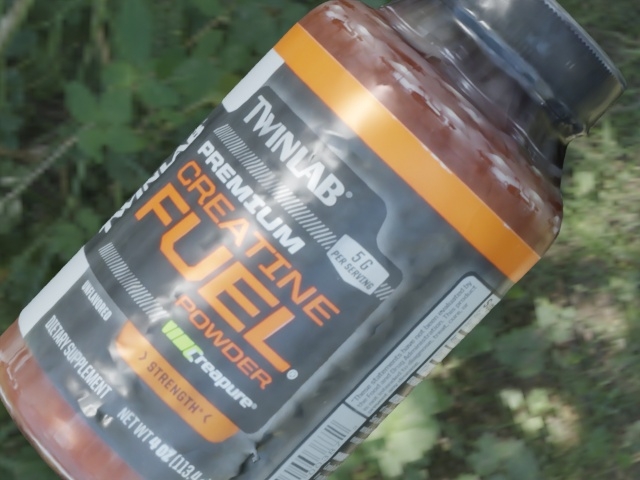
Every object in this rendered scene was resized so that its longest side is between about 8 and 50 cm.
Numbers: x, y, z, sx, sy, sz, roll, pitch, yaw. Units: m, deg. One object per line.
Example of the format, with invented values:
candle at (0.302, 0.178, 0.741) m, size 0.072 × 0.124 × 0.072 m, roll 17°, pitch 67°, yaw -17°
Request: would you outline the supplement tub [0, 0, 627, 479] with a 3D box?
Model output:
supplement tub at (0.000, 0.000, 0.582) m, size 0.198 × 0.106 × 0.106 m, roll -47°, pitch 68°, yaw 4°
